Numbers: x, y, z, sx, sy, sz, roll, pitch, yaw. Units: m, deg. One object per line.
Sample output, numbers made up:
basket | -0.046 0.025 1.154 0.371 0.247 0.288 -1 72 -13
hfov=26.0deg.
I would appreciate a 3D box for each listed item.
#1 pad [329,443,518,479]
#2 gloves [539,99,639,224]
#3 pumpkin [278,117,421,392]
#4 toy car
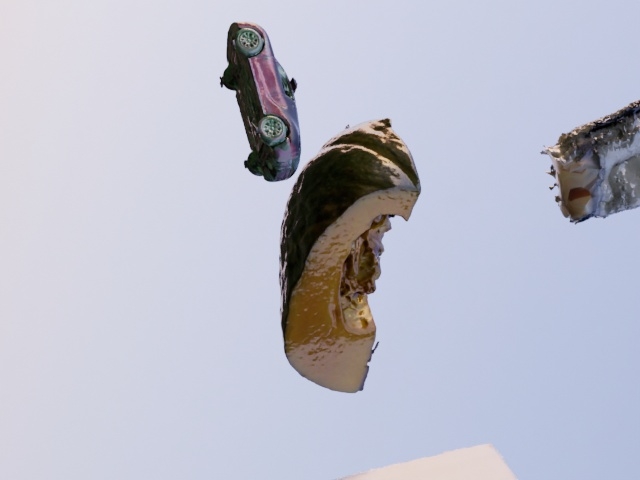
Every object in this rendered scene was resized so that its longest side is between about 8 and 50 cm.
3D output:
pad | 0.094 0.262 1.309 0.156 0.232 0.004 -124 -149 -50
gloves | 0.297 -0.085 1.364 0.070 0.153 0.114 -112 -177 -65
pumpkin | -0.004 0.003 1.404 0.163 0.111 0.278 -125 -140 -49
toy car | -0.046 -0.118 1.158 0.069 0.055 0.142 118 -41 -64
